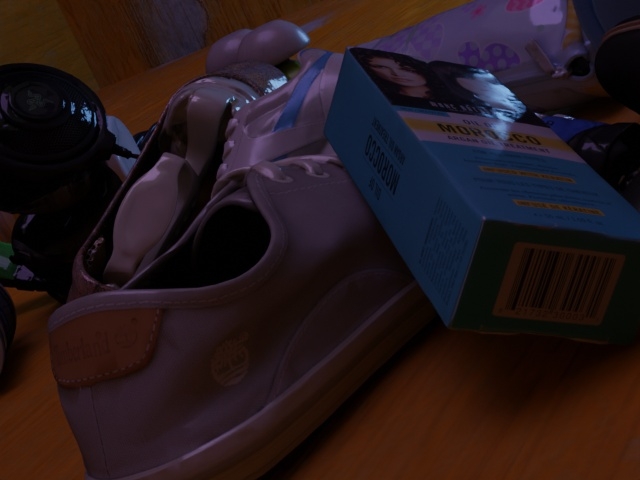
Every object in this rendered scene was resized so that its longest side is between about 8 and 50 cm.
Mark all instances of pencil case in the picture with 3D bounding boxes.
[{"bbox_3d":[0.142,-0.148,1.104,0.273,0.113,0.124,-12,43,39],"label":"pencil case"}]

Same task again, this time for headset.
[{"bbox_3d":[-0.245,-0.031,1.154,0.394,0.243,0.185,-2,46,16],"label":"headset"}]

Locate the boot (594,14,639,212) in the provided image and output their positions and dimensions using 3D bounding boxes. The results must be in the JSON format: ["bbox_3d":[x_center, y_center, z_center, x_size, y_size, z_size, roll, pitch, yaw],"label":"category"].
[{"bbox_3d":[0.186,-0.055,0.700,0.137,0.076,0.198,-34,33,-14],"label":"boot"}]

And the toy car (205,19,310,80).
[{"bbox_3d":[-0.064,-0.120,1.246,0.136,0.159,0.182,-33,17,-23],"label":"toy car"}]

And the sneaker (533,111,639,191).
[{"bbox_3d":[0.177,-0.050,0.821,0.085,0.058,0.152,18,5,22],"label":"sneaker"}]

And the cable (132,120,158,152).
[{"bbox_3d":[-0.220,-0.142,1.808,0.184,0.047,0.151,-34,17,-33],"label":"cable"}]

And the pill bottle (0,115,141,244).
[{"bbox_3d":[-0.322,-0.060,1.544,0.209,0.119,0.119,-23,14,8],"label":"pill bottle"}]

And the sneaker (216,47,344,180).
[{"bbox_3d":[-0.038,-0.041,0.937,0.092,0.087,0.228,35,78,25],"label":"sneaker"}]

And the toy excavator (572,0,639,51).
[{"bbox_3d":[0.362,-0.178,0.749,0.433,0.222,0.445,-19,29,21],"label":"toy excavator"}]

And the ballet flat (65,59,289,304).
[{"bbox_3d":[-0.099,-0.051,0.989,0.108,0.106,0.316,18,57,9],"label":"ballet flat"}]

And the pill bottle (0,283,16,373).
[{"bbox_3d":[-0.309,0.077,1.078,0.094,0.094,0.169,-25,15,-1],"label":"pill bottle"}]

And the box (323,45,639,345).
[{"bbox_3d":[0.082,-0.033,0.683,0.101,0.060,0.244,6,25,-18],"label":"box"}]

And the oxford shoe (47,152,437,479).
[{"bbox_3d":[0.000,0.000,0.779,0.169,0.130,0.449,-19,12,38],"label":"oxford shoe"}]
